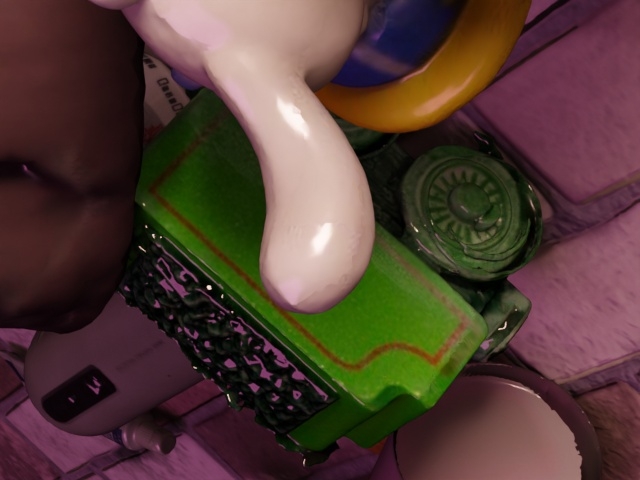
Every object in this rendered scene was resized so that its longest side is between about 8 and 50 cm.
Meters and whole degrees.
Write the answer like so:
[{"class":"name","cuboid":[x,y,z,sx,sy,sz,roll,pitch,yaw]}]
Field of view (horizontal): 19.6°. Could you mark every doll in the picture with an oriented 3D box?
[{"class":"doll","cuboid":[0.012,-0.115,0.794,0.159,0.311,0.242,-27,153,25]}]

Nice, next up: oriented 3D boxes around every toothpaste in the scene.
[{"class":"toothpaste","cuboid":[-0.207,0.145,1.643,0.216,0.037,0.062,19,145,40]}]

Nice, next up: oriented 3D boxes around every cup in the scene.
[{"class":"cup","cuboid":[0.092,0.217,1.259,0.203,0.203,0.288,31,143,16]}]

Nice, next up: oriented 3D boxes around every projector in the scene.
[{"class":"projector","cuboid":[-0.119,0.061,1.352,0.108,0.108,0.337,44,150,-7]}]

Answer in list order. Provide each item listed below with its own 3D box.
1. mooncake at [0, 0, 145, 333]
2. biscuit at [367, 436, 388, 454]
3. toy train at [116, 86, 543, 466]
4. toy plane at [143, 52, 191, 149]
[{"class":"mooncake","cuboid":[-0.243,-0.142,0.989,0.381,0.212,0.350,37,125,51]},{"class":"biscuit","cuboid":[0.021,0.095,1.318,0.162,0.035,0.250,37,150,-3]},{"class":"toy train","cuboid":[0.000,0.000,1.044,0.243,0.188,0.132,41,152,-3]},{"class":"toy plane","cuboid":[-0.089,-0.056,1.169,0.171,0.065,0.162,46,-166,29]}]
